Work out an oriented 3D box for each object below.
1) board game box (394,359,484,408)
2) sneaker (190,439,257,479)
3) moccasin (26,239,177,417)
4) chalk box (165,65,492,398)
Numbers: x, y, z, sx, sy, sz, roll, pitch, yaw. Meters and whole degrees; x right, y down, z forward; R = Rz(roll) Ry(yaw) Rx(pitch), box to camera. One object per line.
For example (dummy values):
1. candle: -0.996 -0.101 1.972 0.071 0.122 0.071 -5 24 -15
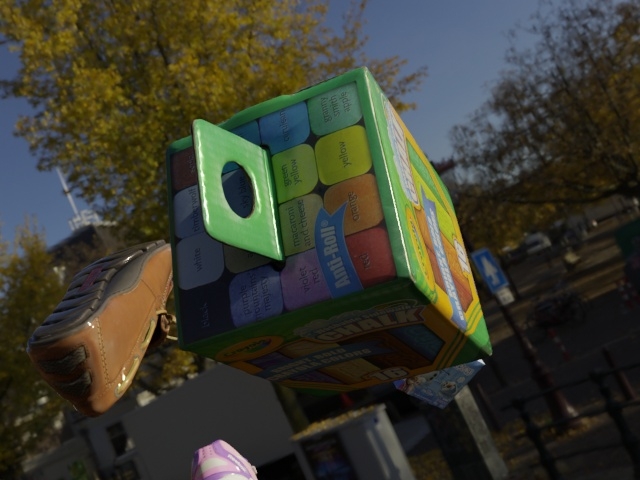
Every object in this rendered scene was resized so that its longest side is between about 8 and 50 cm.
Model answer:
1. board game box: 0.159 0.178 0.985 0.090 0.090 0.020 -53 30 16
2. sneaker: -0.100 0.332 0.924 0.095 0.104 0.236 -26 -48 -7
3. moccasin: -0.264 0.104 1.002 0.139 0.146 0.380 -21 18 3
4. chalk box: 0.000 0.000 0.577 0.179 0.180 0.289 -18 -26 18
